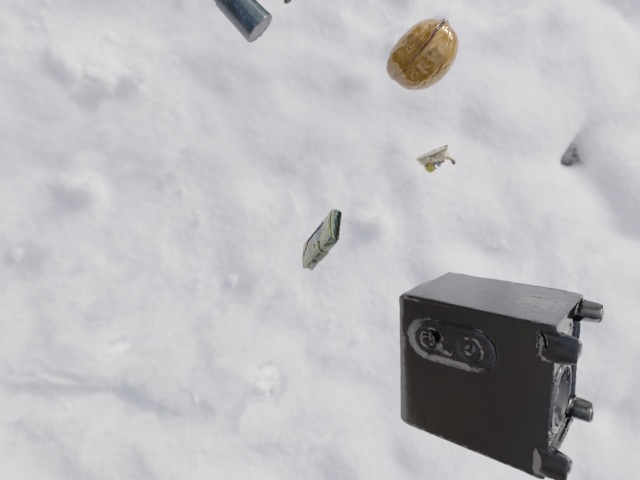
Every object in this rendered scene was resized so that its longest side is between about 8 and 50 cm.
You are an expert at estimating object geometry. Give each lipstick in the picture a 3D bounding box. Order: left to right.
[{"bbox_3d":[-0.176,-0.402,0.659,0.234,0.053,0.053,43,91,-6],"label":"lipstick"}]

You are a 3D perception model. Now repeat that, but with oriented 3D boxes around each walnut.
[{"bbox_3d":[0.250,-0.448,1.065,0.144,0.144,0.180,39,118,-4],"label":"walnut"}]

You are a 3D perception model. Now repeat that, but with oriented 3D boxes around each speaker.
[{"bbox_3d":[0.272,0.193,0.684,0.254,0.184,0.231,8,106,41],"label":"speaker"}]

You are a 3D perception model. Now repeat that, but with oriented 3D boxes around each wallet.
[{"bbox_3d":[0.000,0.000,1.143,0.040,0.110,0.155,22,136,-18],"label":"wallet"}]

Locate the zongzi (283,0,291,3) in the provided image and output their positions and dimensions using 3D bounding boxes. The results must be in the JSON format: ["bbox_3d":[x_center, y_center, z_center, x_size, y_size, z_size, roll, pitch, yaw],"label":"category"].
[{"bbox_3d":[0.018,-0.661,0.880,0.182,0.418,0.446,12,104,-17],"label":"zongzi"}]

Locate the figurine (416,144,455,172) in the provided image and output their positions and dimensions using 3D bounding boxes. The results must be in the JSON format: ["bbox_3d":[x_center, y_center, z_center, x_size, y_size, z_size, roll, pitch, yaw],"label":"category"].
[{"bbox_3d":[0.276,-0.191,1.054,0.083,0.047,0.050,-17,105,31],"label":"figurine"}]
